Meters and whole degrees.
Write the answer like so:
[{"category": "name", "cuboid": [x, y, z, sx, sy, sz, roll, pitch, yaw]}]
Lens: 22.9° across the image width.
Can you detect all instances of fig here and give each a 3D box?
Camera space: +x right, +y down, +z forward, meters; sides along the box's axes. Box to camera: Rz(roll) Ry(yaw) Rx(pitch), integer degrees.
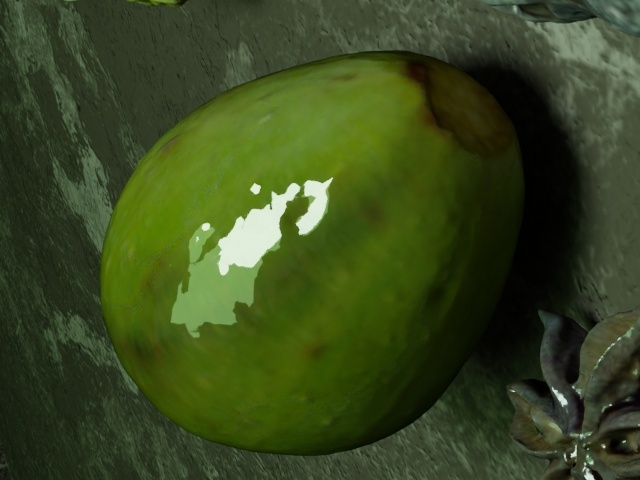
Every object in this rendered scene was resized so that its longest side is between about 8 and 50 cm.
[{"category": "fig", "cuboid": [0.000, 0.000, 1.023, 0.326, 0.258, 0.258, -45, 63, 51]}]

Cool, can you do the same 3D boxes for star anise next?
[{"category": "star anise", "cuboid": [0.177, 0.133, 0.917, 0.212, 0.073, 0.196, 167, 91, -71]}]

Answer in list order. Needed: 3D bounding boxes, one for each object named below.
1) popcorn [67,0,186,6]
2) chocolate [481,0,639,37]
[{"category": "popcorn", "cuboid": [-0.165, -0.312, 1.261, 0.237, 0.206, 0.251, 118, 152, -81]}, {"category": "chocolate", "cuboid": [0.137, -0.154, 0.773, 0.248, 0.110, 0.110, 28, 130, 57]}]
